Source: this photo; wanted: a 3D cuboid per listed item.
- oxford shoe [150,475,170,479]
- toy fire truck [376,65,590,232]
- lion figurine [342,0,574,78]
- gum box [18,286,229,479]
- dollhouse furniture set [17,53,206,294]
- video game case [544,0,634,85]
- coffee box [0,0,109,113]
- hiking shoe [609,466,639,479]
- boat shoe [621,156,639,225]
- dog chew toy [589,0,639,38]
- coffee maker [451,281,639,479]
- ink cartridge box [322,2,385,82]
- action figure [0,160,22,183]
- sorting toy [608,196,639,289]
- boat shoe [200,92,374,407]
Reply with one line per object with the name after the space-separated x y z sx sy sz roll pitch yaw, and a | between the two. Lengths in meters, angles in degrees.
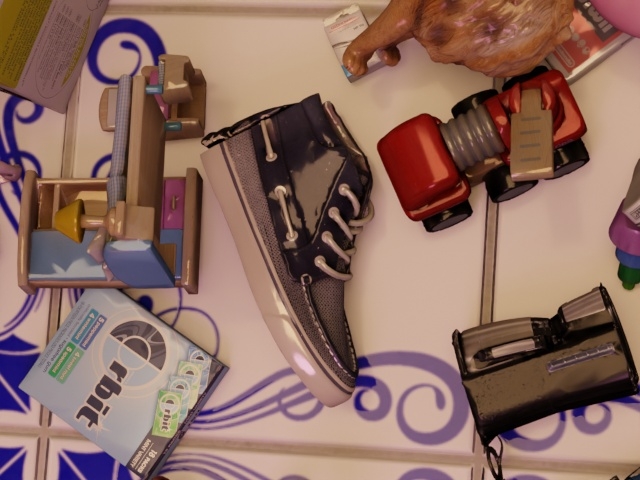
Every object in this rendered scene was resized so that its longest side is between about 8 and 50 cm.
-0.137 0.427 1.945 0.130 0.123 0.348 -27 77 12 | oxford shoe
0.173 -0.095 1.890 0.217 0.246 0.158 -24 78 7 | toy fire truck
0.104 -0.331 1.952 0.240 0.142 0.392 -34 79 35 | lion figurine
-0.222 0.155 2.039 0.184 0.041 0.157 34 89 15 | gum box
-0.246 -0.090 1.920 0.198 0.303 0.286 0 74 5 | dollhouse furniture set
0.329 -0.335 2.008 0.285 0.025 0.204 -37 77 4 | video game case
-0.421 -0.370 2.003 0.337 0.334 0.338 20 88 12 | coffee box
0.294 0.293 1.881 0.132 0.113 0.304 40 87 21 | hiking shoe
0.373 -0.064 1.889 0.070 0.219 0.078 43 129 -6 | boat shoe
0.305 -0.357 1.907 0.332 0.206 0.206 39 91 21 | dog chew toy
0.247 0.151 1.921 0.178 0.120 0.171 -17 102 10 | coffee maker
0.036 -0.228 2.049 0.048 0.028 0.083 -26 77 6 | ink cartridge box
-0.568 -0.039 2.032 0.370 0.248 0.276 23 86 11 | action figure
0.472 0.066 1.890 0.365 0.126 0.127 19 43 17 | sorting toy
0.000 0.000 1.971 0.158 0.127 0.340 -28 77 14 | boat shoe
